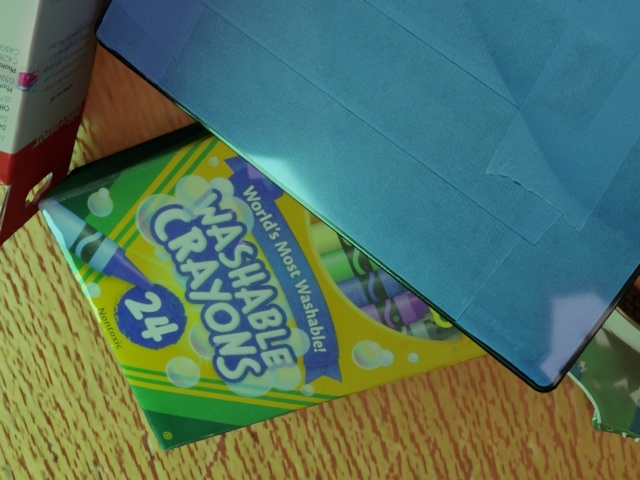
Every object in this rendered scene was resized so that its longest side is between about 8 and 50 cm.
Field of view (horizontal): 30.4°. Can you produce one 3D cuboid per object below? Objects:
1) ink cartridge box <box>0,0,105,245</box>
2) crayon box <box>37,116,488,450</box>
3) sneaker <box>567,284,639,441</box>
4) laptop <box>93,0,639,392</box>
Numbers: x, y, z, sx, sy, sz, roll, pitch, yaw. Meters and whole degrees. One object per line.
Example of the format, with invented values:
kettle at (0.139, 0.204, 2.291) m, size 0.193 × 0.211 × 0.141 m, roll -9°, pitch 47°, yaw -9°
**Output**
ink cartridge box at (-0.197, -0.126, 0.752) m, size 0.078 × 0.134 × 0.231 m, roll 18°, pitch 113°, yaw 2°
crayon box at (0.000, 0.000, 0.801) m, size 0.323 × 0.083 × 0.203 m, roll -19°, pitch 108°, yaw 15°
sneaker at (0.230, 0.110, 0.825) m, size 0.192 × 0.064 × 0.086 m, roll 44°, pitch 120°, yaw -10°
laptop at (0.045, -0.187, 0.560) m, size 0.382 × 0.408 × 0.236 m, roll 38°, pitch 75°, yaw 20°
